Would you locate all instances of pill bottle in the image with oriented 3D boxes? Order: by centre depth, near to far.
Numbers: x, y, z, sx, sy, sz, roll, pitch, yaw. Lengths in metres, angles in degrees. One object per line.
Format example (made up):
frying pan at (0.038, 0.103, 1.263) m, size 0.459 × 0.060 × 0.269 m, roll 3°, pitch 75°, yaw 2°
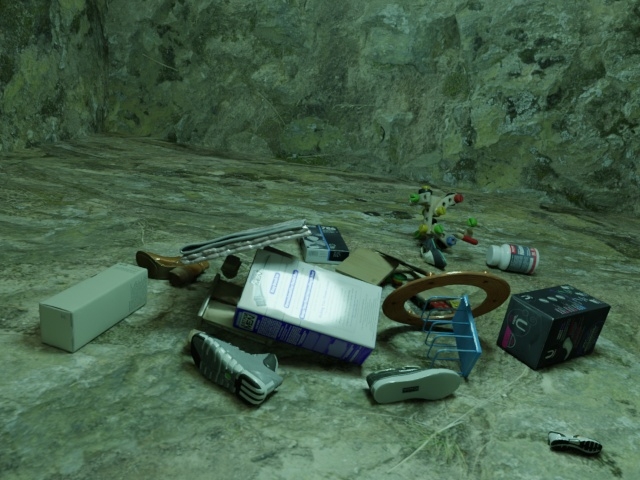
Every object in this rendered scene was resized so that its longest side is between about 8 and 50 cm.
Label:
pill bottle at (0.773, 0.071, 1.977) m, size 0.180 × 0.107 × 0.108 m, roll 8°, pitch 20°, yaw 0°

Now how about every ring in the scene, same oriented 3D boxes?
ring at (0.332, 0.155, 1.313) m, size 0.337 × 0.336 × 0.032 m, roll 4°, pitch 58°, yaw -11°

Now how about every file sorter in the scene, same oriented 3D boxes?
file sorter at (0.324, 0.238, 1.241) m, size 0.105 × 0.118 × 0.170 m, roll 4°, pitch 46°, yaw -3°

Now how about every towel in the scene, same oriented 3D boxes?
towel at (-0.198, -0.003, 1.322) m, size 0.332 × 0.053 × 0.317 m, roll -13°, pitch 3°, yaw -7°

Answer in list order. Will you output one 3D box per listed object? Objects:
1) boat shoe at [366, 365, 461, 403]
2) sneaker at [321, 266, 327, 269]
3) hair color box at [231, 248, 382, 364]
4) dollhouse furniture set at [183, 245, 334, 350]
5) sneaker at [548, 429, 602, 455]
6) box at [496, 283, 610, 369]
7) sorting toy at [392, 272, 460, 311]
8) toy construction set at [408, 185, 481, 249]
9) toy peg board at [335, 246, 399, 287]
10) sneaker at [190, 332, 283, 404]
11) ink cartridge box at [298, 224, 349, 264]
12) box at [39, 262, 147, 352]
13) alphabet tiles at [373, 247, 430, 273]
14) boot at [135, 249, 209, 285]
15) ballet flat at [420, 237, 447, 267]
boat shoe at (0.214, 0.318, 1.124) m, size 0.220 × 0.077 × 0.070 m, roll 1°, pitch 23°, yaw -16°
sneaker at (-0.024, 0.116, 1.640) m, size 0.098 × 0.038 × 0.069 m, roll 0°, pitch 21°, yaw 5°
hair color box at (-0.029, 0.165, 1.220) m, size 0.339 × 0.110 × 0.185 m, roll 19°, pitch 49°, yaw -6°
dollhouse furniture set at (-0.158, 0.211, 1.323) m, size 0.303 × 0.173 × 0.355 m, roll 20°, pitch 49°, yaw -2°
sneaker at (0.534, 0.420, 1.029) m, size 0.109 × 0.040 × 0.043 m, roll 10°, pitch 18°, yaw 3°
box at (0.659, 0.238, 1.390) m, size 0.271 × 0.165 × 0.143 m, roll -4°, pitch 24°, yaw -31°
sorting toy at (0.357, 0.181, 1.597) m, size 0.132 × 0.046 × 0.274 m, roll -2°, pitch 22°, yaw -27°
toy construction set at (0.482, -0.091, 2.025) m, size 0.237 × 0.257 × 0.309 m, roll 18°, pitch 14°, yaw -31°
toy peg board at (0.160, 0.115, 1.683) m, size 0.161 × 0.079 × 0.161 m, roll 21°, pitch 39°, yaw 30°
sneaker at (-0.179, 0.273, 1.102) m, size 0.229 × 0.086 × 0.132 m, roll 32°, pitch 24°, yaw 27°
ink cartridge box at (0.000, 0.000, 1.924) m, size 0.166 × 0.065 × 0.332 m, roll 3°, pitch 20°, yaw -12°
box at (-0.549, 0.155, 1.212) m, size 0.094 × 0.113 × 0.275 m, roll 13°, pitch 19°, yaw 14°
alphabet tiles at (0.314, 0.090, 1.694) m, size 0.198 × 0.009 × 0.237 m, roll 28°, pitch -2°, yaw -26°
boot at (-0.462, 0.071, 1.536) m, size 0.197 × 0.072 × 0.152 m, roll 27°, pitch 26°, yaw 14°
ballet flat at (0.443, 0.057, 1.955) m, size 0.074 × 0.074 × 0.203 m, roll 6°, pitch 26°, yaw -8°
